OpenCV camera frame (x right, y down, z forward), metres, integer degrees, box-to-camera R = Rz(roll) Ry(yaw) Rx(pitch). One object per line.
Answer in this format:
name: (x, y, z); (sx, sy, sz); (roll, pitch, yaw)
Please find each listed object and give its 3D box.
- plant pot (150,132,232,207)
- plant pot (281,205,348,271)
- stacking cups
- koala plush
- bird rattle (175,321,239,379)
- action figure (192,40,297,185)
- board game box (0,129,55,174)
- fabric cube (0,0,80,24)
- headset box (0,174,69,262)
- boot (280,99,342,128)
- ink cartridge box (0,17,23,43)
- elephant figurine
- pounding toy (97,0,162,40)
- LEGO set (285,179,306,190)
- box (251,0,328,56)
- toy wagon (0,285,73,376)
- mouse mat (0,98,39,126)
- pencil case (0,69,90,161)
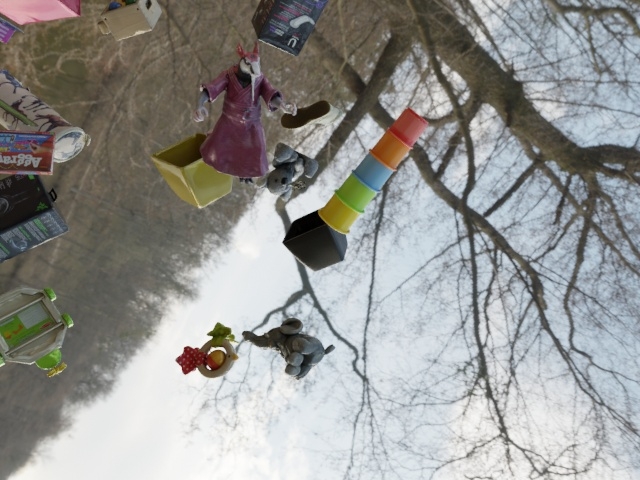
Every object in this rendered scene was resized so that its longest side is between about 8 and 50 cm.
plant pot: (-0.434, -0.240, 1.673); (0.212, 0.187, 0.212); (24, -133, 39)
plant pot: (0.000, 0.000, 1.688); (0.187, 0.167, 0.188); (-23, -160, 21)
stacking cups: (0.117, -0.164, 1.083); (0.316, 0.096, 0.096); (-54, -152, 20)
koala plush: (-0.156, -0.287, 2.017); (0.221, 0.196, 0.203); (-62, -152, 7)
bird rattle: (-0.437, 0.456, 1.871); (0.253, 0.143, 0.207); (-38, -127, -15)
action figure: (-0.198, -0.350, 1.266); (0.275, 0.248, 0.370); (-93, -164, -55)
board game box: (-0.996, -0.279, 1.481); (0.027, 0.281, 0.145); (130, -43, -68)
fabric cube: (-1.043, -0.957, 1.661); (0.254, 0.258, 0.259); (18, 69, -78)
headset box: (-1.047, -0.093, 1.626); (0.246, 0.283, 0.131); (50, -21, 29)
boot: (-0.032, -0.478, 1.832); (0.213, 0.165, 0.077); (-14, -88, 23)
ink cartridge box: (-1.166, -0.745, 1.474); (0.330, 0.324, 0.071); (29, -88, 35)
elephant figurine: (-0.113, 0.344, 1.604); (0.239, 0.186, 0.169); (32, -97, 44)
pounding toy: (-0.608, -0.705, 1.447); (0.206, 0.094, 0.181); (-10, -132, 13)
LEGO set: (-0.062, -0.154, 1.269); (0.083, 0.054, 0.023); (-15, -105, 58)
box: (-0.095, -0.792, 1.576); (0.270, 0.165, 0.143); (-52, -139, 33)
toy wagon: (-1.045, 0.339, 1.697); (0.267, 0.344, 0.068); (-34, -176, -37)
mouse mat: (-0.849, -0.366, 1.248); (0.007, 0.190, 0.152); (-52, -157, -3)
pencil case: (-1.055, -0.452, 1.732); (0.183, 0.410, 0.160); (-47, 170, -37)
